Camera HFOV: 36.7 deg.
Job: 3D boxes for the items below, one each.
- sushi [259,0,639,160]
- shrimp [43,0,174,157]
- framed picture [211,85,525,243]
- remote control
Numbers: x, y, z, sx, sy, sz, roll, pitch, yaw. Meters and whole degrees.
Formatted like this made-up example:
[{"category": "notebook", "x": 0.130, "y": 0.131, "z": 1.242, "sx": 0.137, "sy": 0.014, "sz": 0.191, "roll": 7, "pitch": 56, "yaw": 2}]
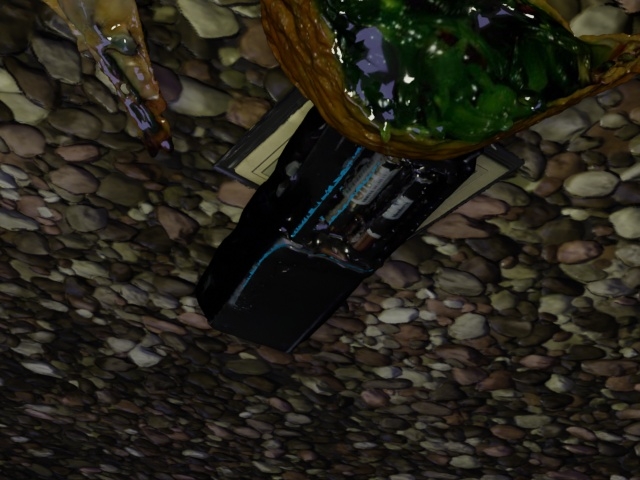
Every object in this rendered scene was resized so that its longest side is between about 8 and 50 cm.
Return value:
[{"category": "sushi", "x": 0.072, "y": -0.119, "z": 0.584, "sx": 0.287, "sy": 0.149, "sz": 0.140, "roll": 23, "pitch": 141, "yaw": -8}, {"category": "shrimp", "x": -0.170, "y": -0.174, "z": 0.652, "sx": 0.117, "sy": 0.066, "sz": 0.262, "roll": 9, "pitch": 135, "yaw": 29}, {"category": "framed picture", "x": 0.034, "y": -0.060, "z": 0.806, "sx": 0.195, "sy": 0.010, "sz": 0.199, "roll": 27, "pitch": 144, "yaw": -23}, {"category": "remote control", "x": 0.000, "y": 0.000, "z": 0.840, "sx": 0.145, "sy": 0.062, "sz": 0.399, "roll": 19, "pitch": 146, "yaw": -13}]
